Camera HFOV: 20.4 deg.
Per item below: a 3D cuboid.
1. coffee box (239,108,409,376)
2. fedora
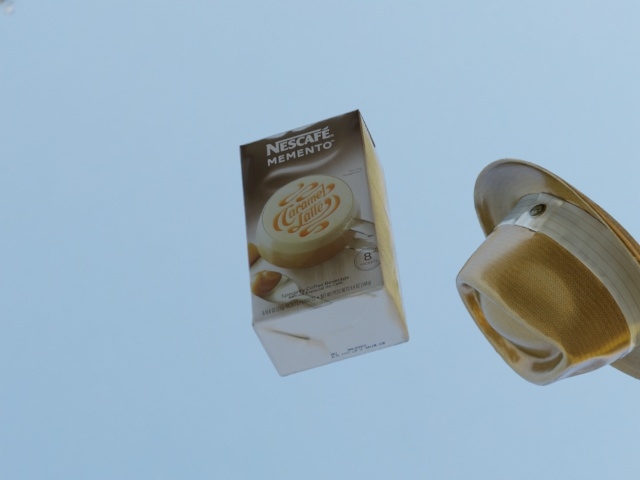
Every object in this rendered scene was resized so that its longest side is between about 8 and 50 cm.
[{"bbox_3d":[0.000,0.000,1.813,0.098,0.141,0.246,63,-166,-46],"label":"coffee box"},{"bbox_3d":[0.146,0.038,1.134,0.079,0.194,0.194,-39,-80,-16],"label":"fedora"}]
